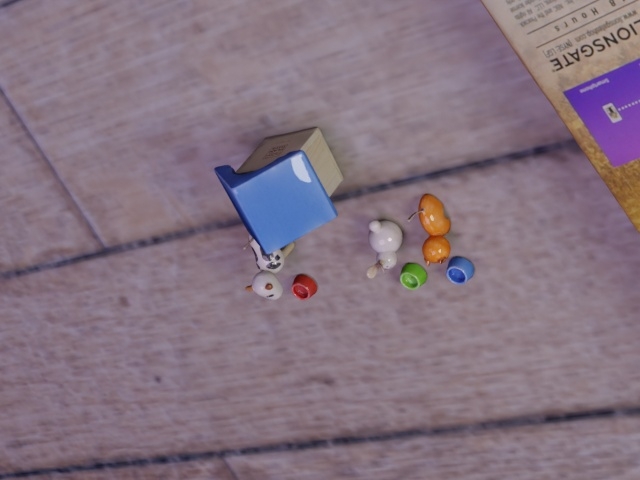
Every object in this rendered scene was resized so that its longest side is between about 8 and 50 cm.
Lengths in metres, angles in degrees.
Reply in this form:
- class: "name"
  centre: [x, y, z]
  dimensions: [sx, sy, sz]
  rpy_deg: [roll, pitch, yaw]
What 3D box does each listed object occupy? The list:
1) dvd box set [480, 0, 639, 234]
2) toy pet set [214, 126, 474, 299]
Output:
- class: "dvd box set"
  centre: [0.294, -0.017, 0.609]
  dimensions: [0.308, 0.062, 0.420]
  rpy_deg: [-24, 110, 42]
- class: "toy pet set"
  centre: [0.000, 0.000, 0.801]
  dimensions: [0.122, 0.065, 0.114]
  rpy_deg: [-9, 120, 36]
